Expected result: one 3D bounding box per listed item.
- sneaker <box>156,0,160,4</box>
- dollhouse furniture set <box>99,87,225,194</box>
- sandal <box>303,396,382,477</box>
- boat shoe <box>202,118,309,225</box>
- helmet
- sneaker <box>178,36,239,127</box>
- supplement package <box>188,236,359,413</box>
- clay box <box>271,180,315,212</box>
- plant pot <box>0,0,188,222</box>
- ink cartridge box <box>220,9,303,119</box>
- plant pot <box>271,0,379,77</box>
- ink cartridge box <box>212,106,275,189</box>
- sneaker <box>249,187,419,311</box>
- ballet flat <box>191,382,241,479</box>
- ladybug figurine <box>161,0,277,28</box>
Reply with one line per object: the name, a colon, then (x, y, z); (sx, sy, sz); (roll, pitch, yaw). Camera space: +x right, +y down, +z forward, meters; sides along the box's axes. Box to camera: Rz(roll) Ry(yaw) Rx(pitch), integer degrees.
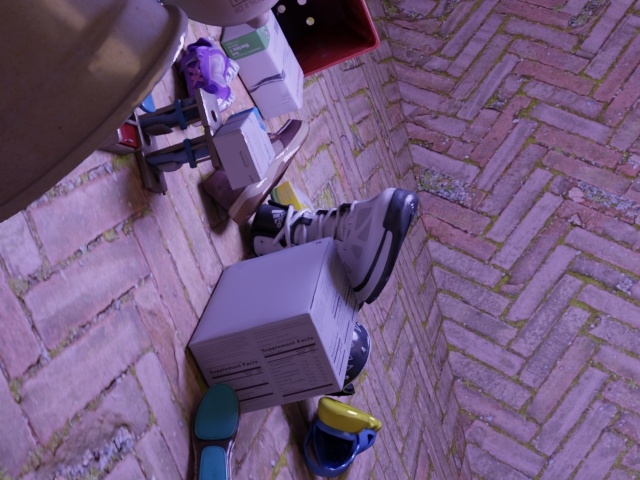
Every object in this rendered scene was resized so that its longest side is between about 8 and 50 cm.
sneaker: (-0.288, -0.323, 1.423); (0.267, 0.106, 0.101); (-93, -170, -48)
dollhouse furniture set: (-0.233, -0.153, 1.451); (0.184, 0.129, 0.129); (8, 66, -73)
sandal: (0.033, 0.380, 1.870); (0.138, 0.126, 0.317); (-68, 163, -6)
boat shoe: (-0.122, -0.157, 1.825); (0.123, 0.123, 0.342); (34, 39, -2)
helmet: (0.014, 0.210, 1.826); (0.161, 0.169, 0.169); (71, 9, -63)
sneaker: (-0.213, -0.292, 1.751); (0.104, 0.095, 0.236); (55, 18, -30)
supplement package: (-0.067, 0.135, 1.577); (0.262, 0.204, 0.145); (-72, 143, -63)
clay box: (-0.022, -0.008, 2.060); (0.222, 0.053, 0.127); (65, 12, 24)
plant pot: (-0.345, -0.219, 0.889); (0.305, 0.334, 0.334); (50, 25, -28)
ink cartridge box: (-0.123, -0.399, 2.132); (0.160, 0.093, 0.219); (-87, 155, -48)
plant pot: (-0.038, -0.558, 2.322); (0.236, 0.267, 0.267); (-98, 166, -67)
ink cartridge box: (-0.117, -0.143, 1.503); (0.122, 0.052, 0.088); (-74, 145, -66)
sneaker: (0.000, 0.001, 1.756); (0.447, 0.257, 0.169); (121, -7, -63)
ballet flat: (-0.153, 0.304, 1.404); (0.067, 0.073, 0.206); (96, -1, -45)
ladybug figurine: (-0.217, -0.552, 1.660); (0.449, 0.305, 0.162); (63, -9, 1)
